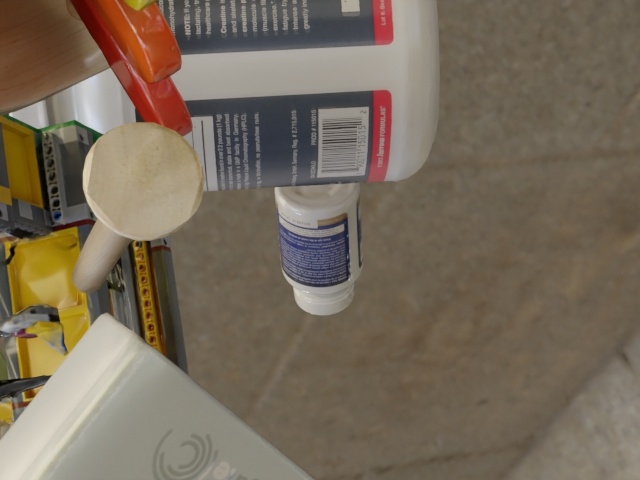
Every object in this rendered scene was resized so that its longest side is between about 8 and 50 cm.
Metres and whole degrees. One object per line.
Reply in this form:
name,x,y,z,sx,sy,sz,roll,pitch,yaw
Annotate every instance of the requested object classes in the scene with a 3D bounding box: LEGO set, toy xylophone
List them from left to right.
LEGO set,-0.191,0.056,0.634,0.255,0.192,0.331,-11,169,7
toy xylophone,-0.093,-0.104,0.448,0.081,0.236,0.322,-31,-175,-13

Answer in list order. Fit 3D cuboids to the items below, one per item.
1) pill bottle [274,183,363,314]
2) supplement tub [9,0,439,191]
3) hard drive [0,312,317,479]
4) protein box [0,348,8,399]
pill bottle,0.000,0.000,1.181,0.067,0.067,0.120,-15,133,-13
supplement tub,-0.065,-0.128,1.003,0.272,0.191,0.191,-3,147,-4
hard drive,-0.100,0.200,0.503,0.307,0.040,0.203,-52,132,-8
protein box,-0.348,0.209,1.228,0.199,0.201,0.136,-11,140,9
